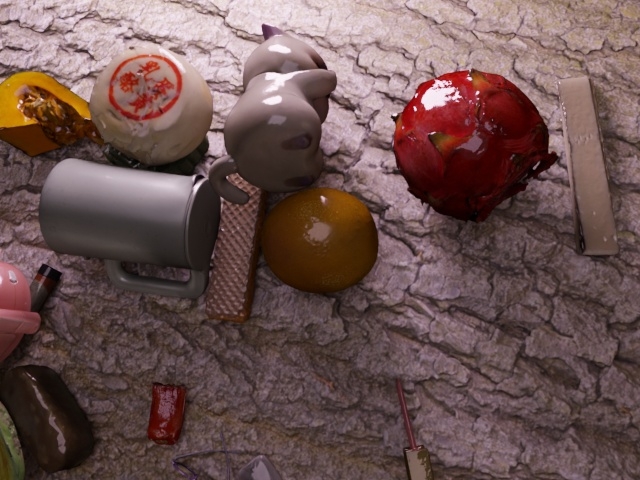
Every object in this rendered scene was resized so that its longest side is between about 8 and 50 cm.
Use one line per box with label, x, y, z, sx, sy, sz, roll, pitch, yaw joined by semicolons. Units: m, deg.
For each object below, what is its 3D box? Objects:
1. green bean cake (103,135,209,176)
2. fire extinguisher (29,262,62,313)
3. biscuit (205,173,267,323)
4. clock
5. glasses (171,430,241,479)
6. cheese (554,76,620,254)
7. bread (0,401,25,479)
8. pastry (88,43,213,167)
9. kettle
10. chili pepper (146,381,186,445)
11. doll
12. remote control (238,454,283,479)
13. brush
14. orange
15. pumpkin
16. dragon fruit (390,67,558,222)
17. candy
green bean cake;-0.372;-0.213;1.413;0.185;0.094;0.183;34;82;9
fire extinguisher;-0.644;0.138;1.377;0.062;0.050;0.177;22;79;24
biscuit;-0.172;-0.013;1.336;0.094;0.054;0.378;6;81;14
clock;-0.730;0.145;1.312;0.227;0.142;0.241;-44;55;17
glasses;-0.214;0.441;1.235;0.140;0.062;0.103;34;81;13
cheese;0.559;-0.162;1.302;0.085;0.034;0.400;-3;76;2
bread;-0.721;0.434;1.270;0.301;0.045;0.301;2;96;23
pastry;-0.359;-0.287;1.316;0.265;0.133;0.264;-1;80;4
kettle;-0.388;-0.024;1.285;0.318;0.205;0.265;7;86;8
chili pepper;-0.318;0.356;1.269;0.070;0.073;0.123;-14;66;48
doll;-0.077;-0.259;1.260;0.226;0.215;0.370;2;54;20
remote control;-0.078;0.531;1.203;0.073;0.044;0.229;-37;75;0
brush;0.176;0.379;1.179;0.047;0.103;0.233;-11;74;2
orange;0.000;0.000;1.238;0.236;0.236;0.236;-2;76;7
pumpkin;-0.629;-0.266;1.433;0.280;0.139;0.190;36;79;17
dragon fruit;0.294;-0.186;1.217;0.296;0.295;0.301;-33;55;-1
candy;-0.566;0.366;1.281;0.102;0.104;0.234;-43;74;1
